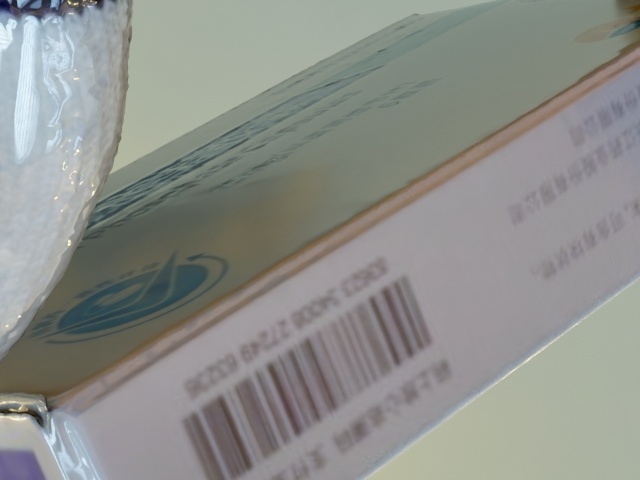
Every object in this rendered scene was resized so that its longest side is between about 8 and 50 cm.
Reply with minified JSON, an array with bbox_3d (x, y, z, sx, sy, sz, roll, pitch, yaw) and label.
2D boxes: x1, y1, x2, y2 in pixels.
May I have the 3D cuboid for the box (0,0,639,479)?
[{"bbox_3d":[0.000,0.000,0.622,0.200,0.065,0.343,-4,-159,48],"label":"box"}]

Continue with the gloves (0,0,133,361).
[{"bbox_3d":[-0.087,-0.065,0.383,0.131,0.218,0.140,-26,-151,-25],"label":"gloves"}]
